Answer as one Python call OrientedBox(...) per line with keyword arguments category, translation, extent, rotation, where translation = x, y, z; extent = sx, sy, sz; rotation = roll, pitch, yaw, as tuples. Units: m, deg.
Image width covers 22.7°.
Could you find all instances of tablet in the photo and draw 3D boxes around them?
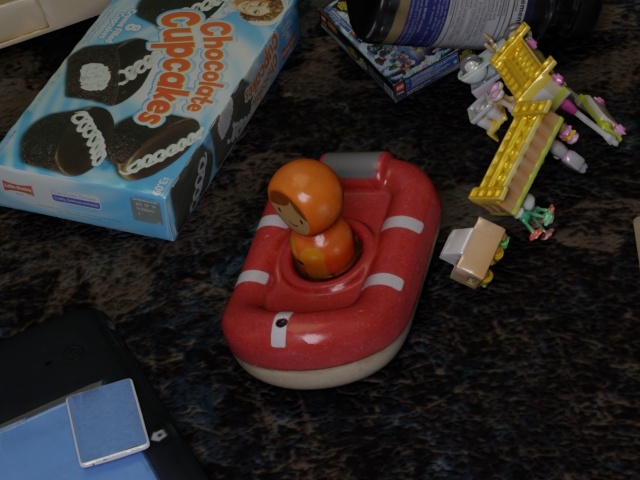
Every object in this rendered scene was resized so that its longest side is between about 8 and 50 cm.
OrientedBox(category="tablet", translation=(-0.162, 0.138, 1.208), extent=(0.054, 0.006, 0.083), rotation=(-16, 36, -7))

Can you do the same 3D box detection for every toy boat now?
OrientedBox(category="toy boat", translation=(0.000, 0.000, 1.245), extent=(0.151, 0.151, 0.231), rotation=(0, 48, 22))

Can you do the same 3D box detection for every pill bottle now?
OrientedBox(category="pill bottle", translation=(0.142, -0.235, 1.460), extent=(0.219, 0.123, 0.123), rotation=(1, 35, -17))

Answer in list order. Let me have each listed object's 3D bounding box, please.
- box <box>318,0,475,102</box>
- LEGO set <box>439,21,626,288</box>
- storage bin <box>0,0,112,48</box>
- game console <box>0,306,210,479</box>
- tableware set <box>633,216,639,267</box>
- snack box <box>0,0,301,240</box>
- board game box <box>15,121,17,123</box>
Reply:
OrientedBox(category="box", translation=(0.073, -0.201, 1.543), extent=(0.094, 0.027, 0.137), rotation=(-30, 53, -15))
OrientedBox(category="LEGO set", translation=(0.185, -0.071, 1.337), extent=(0.132, 0.107, 0.287), rotation=(-37, 30, 36))
OrientedBox(category="storage bin", translation=(-0.377, -0.326, 1.825), extent=(0.262, 0.123, 0.260), rotation=(-18, 38, -1))
OrientedBox(category="game console", translation=(-0.255, 0.218, 1.167), extent=(0.342, 0.060, 0.386), rotation=(-28, 39, -11))
OrientedBox(category="tableware set", translation=(0.304, 0.022, 1.192), extent=(0.128, 0.039, 0.194), rotation=(-9, 39, 12))
OrientedBox(category="snack box", translation=(-0.162, -0.139, 1.539), extent=(0.187, 0.060, 0.322), rotation=(11, 46, 18))
OrientedBox(category="board game box", translation=(-0.248, -0.112, 1.595), extent=(0.090, 0.020, 0.090), rotation=(-29, 41, -13))
